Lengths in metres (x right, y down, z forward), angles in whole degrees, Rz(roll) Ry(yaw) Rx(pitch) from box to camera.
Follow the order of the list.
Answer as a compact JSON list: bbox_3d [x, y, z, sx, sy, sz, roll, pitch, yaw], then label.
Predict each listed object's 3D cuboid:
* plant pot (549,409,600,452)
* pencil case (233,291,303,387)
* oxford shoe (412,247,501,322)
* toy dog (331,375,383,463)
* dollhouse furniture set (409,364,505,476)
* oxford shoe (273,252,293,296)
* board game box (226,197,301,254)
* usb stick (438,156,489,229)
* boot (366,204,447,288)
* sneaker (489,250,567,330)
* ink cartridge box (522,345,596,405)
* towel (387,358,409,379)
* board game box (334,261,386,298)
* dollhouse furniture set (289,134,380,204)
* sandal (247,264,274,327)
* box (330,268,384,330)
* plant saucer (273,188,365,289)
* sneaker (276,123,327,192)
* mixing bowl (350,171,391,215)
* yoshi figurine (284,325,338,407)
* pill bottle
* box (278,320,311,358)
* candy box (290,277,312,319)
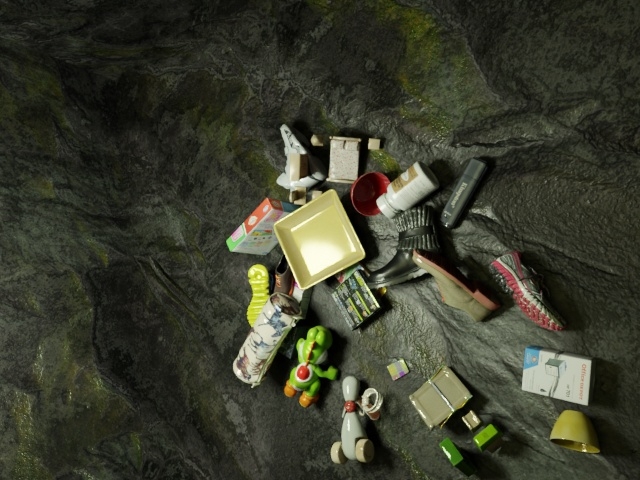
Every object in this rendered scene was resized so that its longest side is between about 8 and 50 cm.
[{"bbox_3d":[0.773,0.574,1.426,0.134,0.134,0.095,-3,56,37],"label":"plant pot"},{"bbox_3d":[-0.236,0.440,2.073,0.183,0.160,0.410,45,112,48],"label":"pencil case"},{"bbox_3d":[0.452,0.162,1.650,0.348,0.123,0.130,37,116,7],"label":"oxford shoe"},{"bbox_3d":[0.156,0.735,1.887,0.220,0.161,0.334,9,75,41],"label":"toy dog"},{"bbox_3d":[0.484,0.632,1.672,0.197,0.151,0.301,-41,42,4],"label":"dollhouse furniture set"},{"bbox_3d":[-0.177,0.175,2.123,0.097,0.098,0.271,21,96,38],"label":"oxford shoe"},{"bbox_3d":[-0.254,-0.056,2.215,0.316,0.242,0.064,-43,61,25],"label":"board game box"},{"bbox_3d":[0.530,-0.175,1.745,0.077,0.045,0.278,36,106,34],"label":"usb stick"},{"bbox_3d":[0.312,0.031,1.831,0.348,0.131,0.260,-22,78,23],"label":"boot"},{"bbox_3d":[0.694,0.163,1.539,0.112,0.121,0.299,-34,70,-4],"label":"sneaker"},{"bbox_3d":[0.749,0.421,1.481,0.190,0.082,0.140,4,87,39],"label":"ink cartridge box"},{"bbox_3d":[0.306,0.509,1.857,0.083,0.009,0.060,-38,62,27],"label":"towel"},{"bbox_3d":[0.158,0.169,2.001,0.259,0.039,0.124,45,112,30],"label":"board game box"},{"bbox_3d":[0.058,-0.287,1.989,0.355,0.174,0.303,5,103,10],"label":"dollhouse furniture set"},{"bbox_3d":[-0.276,0.275,2.268,0.126,0.138,0.317,3,89,12],"label":"sandal"},{"bbox_3d":[0.149,0.247,1.951,0.184,0.045,0.191,-45,60,27],"label":"box"},{"bbox_3d":[0.000,0.000,2.034,0.333,0.081,0.333,-29,75,18],"label":"plant saucer"},{"bbox_3d":[-0.132,-0.372,2.222,0.210,0.137,0.366,-43,64,23],"label":"sneaker"},{"bbox_3d":[0.195,-0.200,1.949,0.181,0.181,0.098,-70,24,8],"label":"mixing bowl"},{"bbox_3d":[-0.030,0.519,2.037,0.203,0.203,0.362,-122,44,-58],"label":"yoshi figurine"},{"bbox_3d":[0.337,-0.191,1.841,0.229,0.131,0.131,-40,62,27],"label":"pill bottle"},{"bbox_3d":[-0.145,0.436,2.164,0.158,0.093,0.156,21,97,36],"label":"box"},{"bbox_3d":[-0.122,0.233,2.183,0.159,0.071,0.233,16,93,38],"label":"candy box"}]
